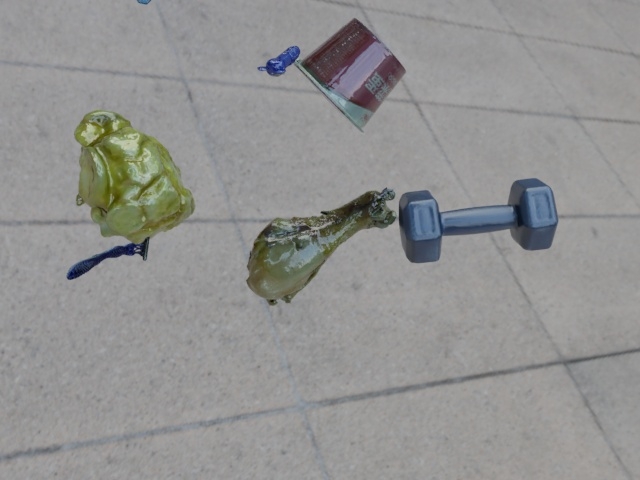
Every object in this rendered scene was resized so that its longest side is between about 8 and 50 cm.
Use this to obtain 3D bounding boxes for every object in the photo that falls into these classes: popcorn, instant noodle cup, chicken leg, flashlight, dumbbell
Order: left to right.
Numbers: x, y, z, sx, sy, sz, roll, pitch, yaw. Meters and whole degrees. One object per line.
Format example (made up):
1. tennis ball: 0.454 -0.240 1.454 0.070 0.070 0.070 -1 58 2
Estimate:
1. popcorn: -0.453 -0.150 1.777 0.293 0.292 0.334 -6 21 -37
2. flashlight: -0.072 -0.339 1.403 0.057 0.035 0.121 11 36 20
3. chicken leg: 0.000 0.000 1.789 0.201 0.429 0.153 61 8 1
4. instant noodle cup: 0.077 -0.394 1.728 0.235 0.178 0.235 44 9 -9
5. dumbbell: 0.329 -0.042 1.558 0.325 0.144 0.160 -5 20 -1

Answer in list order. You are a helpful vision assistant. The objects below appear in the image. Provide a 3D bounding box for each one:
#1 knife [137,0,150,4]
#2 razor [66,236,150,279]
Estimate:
1. knife: -0.399 -0.588 1.403 0.044 0.026 0.296 -28 96 -37
2. razor: -0.335 0.030 1.148 0.028 0.044 0.154 31 34 27
